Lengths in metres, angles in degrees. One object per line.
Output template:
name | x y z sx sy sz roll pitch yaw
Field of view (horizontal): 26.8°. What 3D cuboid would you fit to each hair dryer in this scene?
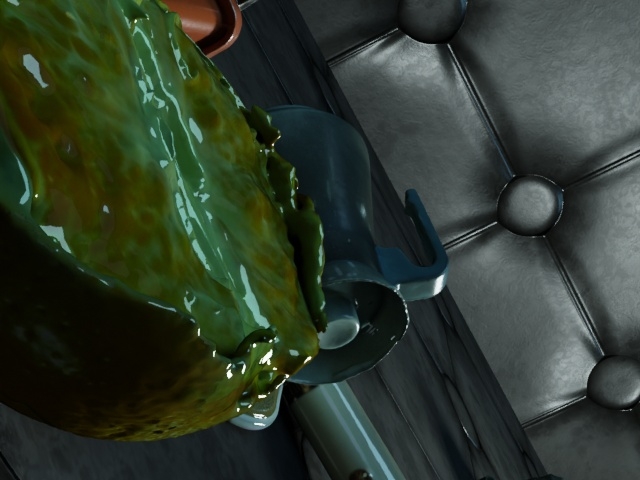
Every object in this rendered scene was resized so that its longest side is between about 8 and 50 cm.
hair dryer | 0.063 0.250 1.213 0.362 0.128 0.203 58 9 13

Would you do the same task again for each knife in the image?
knife | -0.055 0.092 1.218 0.061 0.027 0.343 47 15 -13

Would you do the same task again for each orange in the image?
orange | -0.116 -0.017 0.689 0.262 0.196 0.334 50 5 4

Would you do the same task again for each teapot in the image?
teapot | 0.000 0.000 1.205 0.171 0.203 0.225 92 -16 -47

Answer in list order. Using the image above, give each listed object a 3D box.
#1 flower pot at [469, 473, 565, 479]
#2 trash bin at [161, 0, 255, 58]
flower pot | 0.331 0.442 2.015 0.236 0.140 0.235 62 8 -15
trash bin | -0.164 -0.188 0.945 0.161 0.184 0.238 64 15 3
